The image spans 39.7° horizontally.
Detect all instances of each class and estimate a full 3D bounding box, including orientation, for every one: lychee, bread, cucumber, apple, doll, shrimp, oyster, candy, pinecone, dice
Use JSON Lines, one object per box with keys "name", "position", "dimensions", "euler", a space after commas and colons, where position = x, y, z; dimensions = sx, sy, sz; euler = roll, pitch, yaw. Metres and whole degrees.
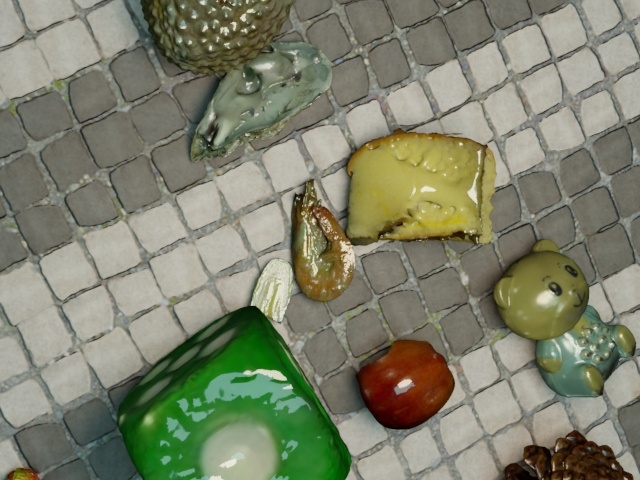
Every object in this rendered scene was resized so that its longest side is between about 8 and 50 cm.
{"name": "lychee", "position": [-0.169, -0.400, 1.398], "dimensions": [0.255, 0.255, 0.274], "euler": [30, 72, -12]}
{"name": "bread", "position": [0.179, -0.092, 1.534], "dimensions": [0.261, 0.162, 0.205], "euler": [3, 98, 22]}
{"name": "cucumber", "position": [-0.082, 0.085, 1.557], "dimensions": [0.067, 0.035, 0.108], "euler": [20, 84, -1]}
{"name": "apple", "position": [0.153, 0.253, 1.552], "dimensions": [0.158, 0.147, 0.156], "euler": [-27, 125, 3]}
{"name": "doll", "position": [0.426, 0.139, 1.598], "dimensions": [0.177, 0.161, 0.261], "euler": [-41, 103, -26]}
{"name": "shrimp", "position": [0.001, 0.000, 1.548], "dimensions": [0.115, 0.051, 0.217], "euler": [-8, 88, 13]}
{"name": "oyster", "position": [-0.096, -0.232, 1.506], "dimensions": [0.199, 0.087, 0.252], "euler": [16, 83, -2]}
{"name": "candy", "position": [-0.438, 0.424, 1.507], "dimensions": [0.200, 0.060, 0.061], "euler": [12, 91, -19]}
{"name": "pinecone", "position": [0.426, 0.485, 1.582], "dimensions": [0.264, 0.264, 0.264], "euler": [-1, 94, -11]}
{"name": "dice", "position": [-0.136, 0.303, 1.430], "dimensions": [0.287, 0.300, 0.297], "euler": [-34, 101, -4]}

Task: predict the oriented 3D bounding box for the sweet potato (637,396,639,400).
{"name": "sweet potato", "position": [0.731, 0.238, 1.711], "dimensions": [0.269, 0.075, 0.075], "euler": [-37, 100, -11]}
